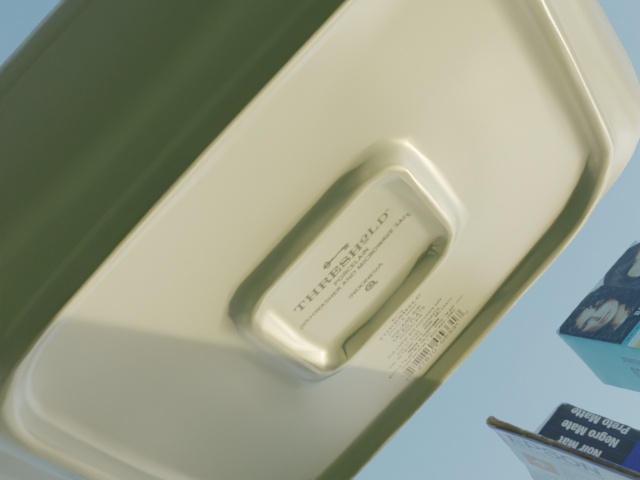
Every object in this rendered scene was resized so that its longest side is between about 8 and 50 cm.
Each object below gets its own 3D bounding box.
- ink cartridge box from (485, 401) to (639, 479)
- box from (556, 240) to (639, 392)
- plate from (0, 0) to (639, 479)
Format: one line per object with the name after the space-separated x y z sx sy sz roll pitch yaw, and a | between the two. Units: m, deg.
0.202 0.142 0.574 0.045 0.223 0.224 -59 -36 -19 | ink cartridge box
0.259 0.055 0.888 0.060 0.244 0.100 45 -101 -12 | box
0.000 0.000 0.442 0.277 0.045 0.278 -48 -33 0 | plate
